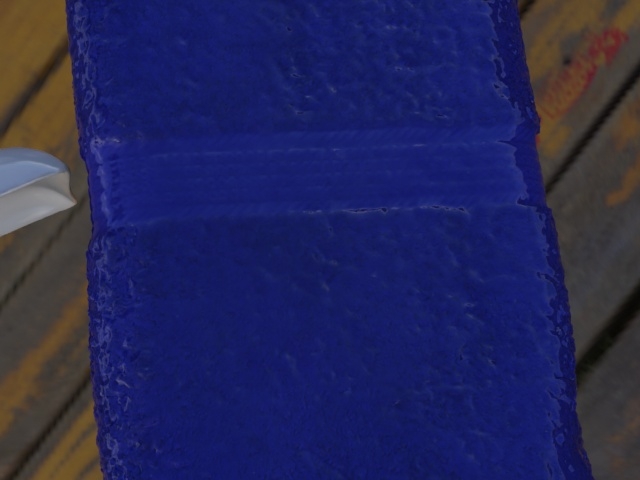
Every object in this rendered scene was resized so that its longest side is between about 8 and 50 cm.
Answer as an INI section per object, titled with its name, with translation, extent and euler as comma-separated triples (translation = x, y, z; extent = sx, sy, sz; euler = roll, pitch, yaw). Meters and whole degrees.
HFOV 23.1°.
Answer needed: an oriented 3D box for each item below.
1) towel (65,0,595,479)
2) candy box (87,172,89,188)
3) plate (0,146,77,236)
[towel]
translation = 0.000, 0.000, 0.747
extent = 0.228, 0.076, 0.308
euler = -3, 69, -10
[candy box]
translation = -0.138, -0.048, 1.149
extent = 0.053, 0.187, 0.109
euler = -7, 94, -15
[plate]
translation = -0.307, -0.001, 1.089
extent = 0.278, 0.277, 0.045
euler = -23, 91, -8
